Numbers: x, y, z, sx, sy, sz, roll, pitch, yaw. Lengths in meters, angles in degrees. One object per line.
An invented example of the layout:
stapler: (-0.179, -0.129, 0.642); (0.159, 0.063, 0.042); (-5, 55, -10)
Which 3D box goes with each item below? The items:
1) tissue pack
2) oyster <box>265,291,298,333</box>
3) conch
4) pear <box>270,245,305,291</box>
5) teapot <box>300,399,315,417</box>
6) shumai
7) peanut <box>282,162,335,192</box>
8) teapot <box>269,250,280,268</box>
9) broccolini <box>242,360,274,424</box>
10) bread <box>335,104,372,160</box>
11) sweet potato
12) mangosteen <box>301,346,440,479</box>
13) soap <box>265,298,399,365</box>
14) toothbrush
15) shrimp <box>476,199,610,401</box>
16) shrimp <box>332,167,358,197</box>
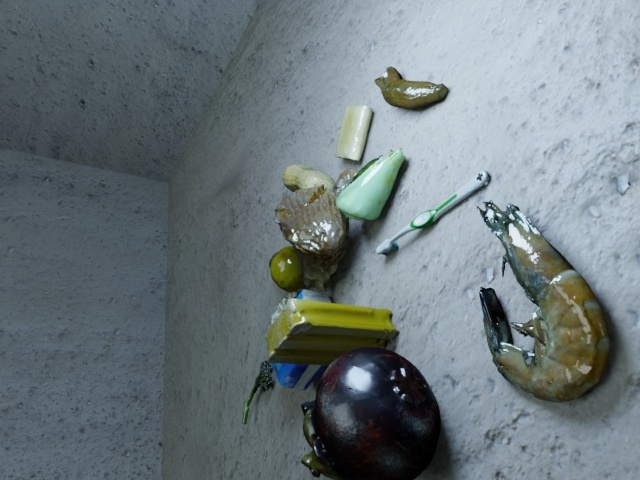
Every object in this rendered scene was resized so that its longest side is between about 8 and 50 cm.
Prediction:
tissue pack: (-0.056, 0.319, 1.785); (0.269, 0.137, 0.209); (-55, 42, 29)
oyster: (-0.130, 0.280, 2.039); (0.209, 0.072, 0.133); (-61, 21, -7)
conch: (0.146, -0.166, 1.620); (0.137, 0.143, 0.250); (30, 98, 17)
pear: (-0.105, 0.101, 1.961); (0.162, 0.149, 0.149); (-66, 31, 15)
teapot: (0.010, 0.539, 1.676); (0.177, 0.087, 0.096); (3, 107, 62)
shumai: (0.002, 0.002, 1.783); (0.346, 0.217, 0.283); (49, 165, 56)
peanut: (-0.037, -0.201, 1.967); (0.274, 0.125, 0.111); (33, 97, 53)
teapot: (-0.128, 0.107, 2.090); (0.092, 0.124, 0.091); (-39, 42, -6)
broccolini: (-0.238, 0.599, 2.125); (0.123, 0.062, 0.271); (-126, 57, -73)
bread: (0.109, -0.348, 1.807); (0.139, 0.060, 0.178); (29, 107, 62)
sweet potato: (0.242, -0.427, 1.562); (0.286, 0.085, 0.112); (35, 107, 59)
mangosteen: (0.118, 0.411, 1.284); (0.330, 0.330, 0.330); (-29, 56, 55)
soap: (0.027, 0.252, 1.487); (0.199, 0.315, 0.091); (-57, 35, 38)
toothbrush: (0.273, -0.060, 1.427); (0.418, 0.040, 0.042); (-43, 43, 48)
shrimp: (0.400, 0.105, 1.111); (0.272, 0.085, 0.445); (-57, 39, 45)
shrimp: (0.076, -0.127, 1.816); (0.126, 0.047, 0.223); (31, 108, 50)
